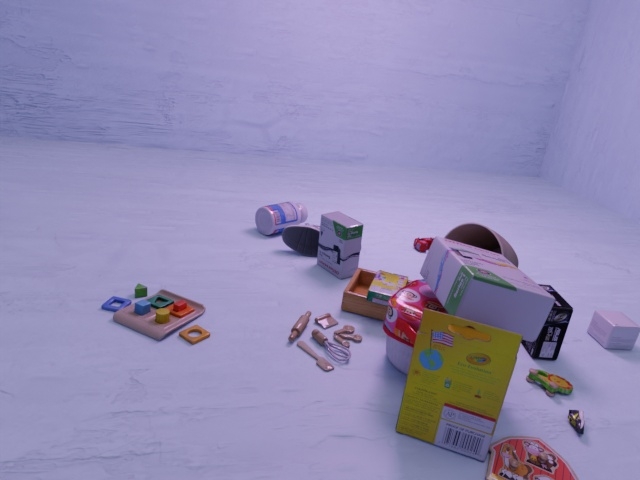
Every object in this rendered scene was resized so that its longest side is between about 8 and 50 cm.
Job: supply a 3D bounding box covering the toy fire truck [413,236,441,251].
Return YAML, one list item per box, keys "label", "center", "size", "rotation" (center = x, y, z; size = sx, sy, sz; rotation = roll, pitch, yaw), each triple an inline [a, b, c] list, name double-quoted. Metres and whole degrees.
- label: "toy fire truck"
  center: [0.514, 0.032, 2.126]
  size: [0.192, 0.047, 0.135]
  rotation: [-2, 25, -20]

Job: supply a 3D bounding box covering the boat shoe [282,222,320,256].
- label: "boat shoe"
  center: [0.002, -0.002, 1.965]
  size: [0.320, 0.118, 0.103]
  rotation: [7, 16, -11]

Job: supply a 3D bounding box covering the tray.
- label: "tray"
  center: [0.291, 0.205, 1.598]
  size: [0.410, 0.076, 0.203]
  rotation: [14, 23, 13]

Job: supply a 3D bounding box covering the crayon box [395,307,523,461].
- label: "crayon box"
  center: [0.291, 0.294, 1.050]
  size: [0.202, 0.319, 0.081]
  rotation: [15, 23, 16]

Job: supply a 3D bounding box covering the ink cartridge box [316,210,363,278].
- label: "ink cartridge box"
  center: [0.069, 0.017, 1.808]
  size: [0.087, 0.208, 0.153]
  rotation: [-14, 29, -36]

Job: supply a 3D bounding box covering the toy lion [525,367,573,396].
- label: "toy lion"
  center: [0.626, 0.382, 1.334]
  size: [0.096, 0.034, 0.100]
  rotation: [0, 22, -36]

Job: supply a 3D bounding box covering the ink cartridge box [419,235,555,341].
- label: "ink cartridge box"
  center: [0.379, 0.104, 1.168]
  size: [0.201, 0.117, 0.278]
  rotation: [16, 16, -9]

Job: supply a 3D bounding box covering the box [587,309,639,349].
- label: "box"
  center: [0.945, 0.287, 1.587]
  size: [0.102, 0.087, 0.101]
  rotation: [4, 22, -8]

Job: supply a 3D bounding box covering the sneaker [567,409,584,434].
- label: "sneaker"
  center: [0.619, 0.440, 1.193]
  size: [0.035, 0.031, 0.083]
  rotation: [2, 14, 25]

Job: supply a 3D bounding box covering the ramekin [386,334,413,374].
- label: "ramekin"
  center: [0.275, 0.285, 1.346]
  size: [0.207, 0.109, 0.207]
  rotation: [7, 22, -3]

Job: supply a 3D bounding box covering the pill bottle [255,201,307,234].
- label: "pill bottle"
  center: [-0.163, -0.102, 2.132]
  size: [0.124, 0.124, 0.221]
  rotation: [25, 27, 37]

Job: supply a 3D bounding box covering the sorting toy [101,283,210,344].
- label: "sorting toy"
  center: [-0.455, 0.196, 1.406]
  size: [0.347, 0.047, 0.196]
  rotation: [17, 24, 21]

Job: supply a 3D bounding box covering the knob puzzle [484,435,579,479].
- label: "knob puzzle"
  center: [0.455, 0.475, 1.045]
  size: [0.213, 0.030, 0.213]
  rotation: [6, 22, -3]

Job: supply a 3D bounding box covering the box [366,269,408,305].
- label: "box"
  center: [0.216, 0.148, 1.561]
  size: [0.105, 0.043, 0.179]
  rotation: [13, 25, 15]

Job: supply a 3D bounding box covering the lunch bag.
- label: "lunch bag"
  center: [0.314, 0.212, 1.233]
  size: [0.293, 0.120, 0.258]
  rotation: [22, 27, 30]

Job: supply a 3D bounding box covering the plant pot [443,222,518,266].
- label: "plant pot"
  center: [0.623, 0.075, 1.844]
  size: [0.274, 0.256, 0.256]
  rotation: [7, 16, -45]

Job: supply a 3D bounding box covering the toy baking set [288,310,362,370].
- label: "toy baking set"
  center: [0.010, 0.272, 1.396]
  size: [0.196, 0.030, 0.256]
  rotation: [15, 23, 18]

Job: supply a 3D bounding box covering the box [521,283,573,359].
- label: "box"
  center: [0.667, 0.243, 1.481]
  size: [0.077, 0.180, 0.147]
  rotation: [5, 21, -4]
